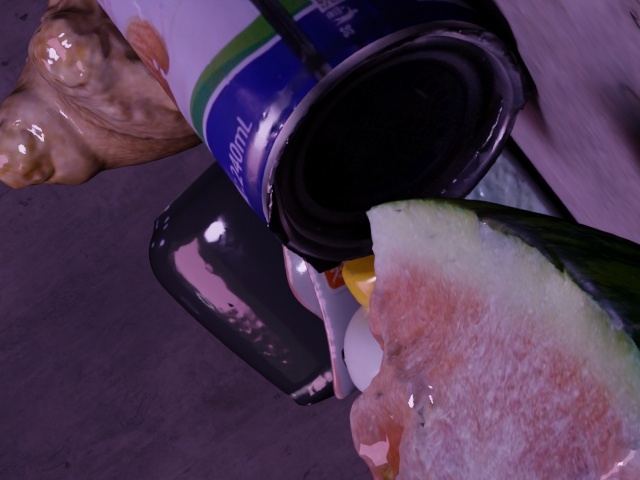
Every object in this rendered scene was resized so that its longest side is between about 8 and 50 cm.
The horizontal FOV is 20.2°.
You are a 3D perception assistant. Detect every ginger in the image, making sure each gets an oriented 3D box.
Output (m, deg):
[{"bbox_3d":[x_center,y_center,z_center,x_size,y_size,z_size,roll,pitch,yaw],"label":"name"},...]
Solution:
[{"bbox_3d":[-0.116,-0.108,1.105,0.130,0.221,0.276,63,-173,1],"label":"ginger"}]

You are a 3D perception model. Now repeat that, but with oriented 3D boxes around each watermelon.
[{"bbox_3d":[0.113,0.076,0.432,0.231,0.128,0.146,40,155,-16],"label":"watermelon"}]

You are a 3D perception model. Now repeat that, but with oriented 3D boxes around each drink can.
[{"bbox_3d":[-0.033,-0.101,0.611,0.235,0.097,0.097,51,178,34],"label":"drink can"}]

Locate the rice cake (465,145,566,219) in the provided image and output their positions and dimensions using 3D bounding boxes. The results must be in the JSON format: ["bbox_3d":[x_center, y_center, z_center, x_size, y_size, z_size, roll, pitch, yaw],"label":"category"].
[{"bbox_3d":[0.078,0.000,0.674,0.180,0.030,0.042,54,-179,10],"label":"rice cake"}]

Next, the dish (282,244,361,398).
[{"bbox_3d":[-0.007,-0.042,0.939,0.151,0.077,0.212,-117,2,-66],"label":"dish"}]

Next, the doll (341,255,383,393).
[{"bbox_3d":[0.110,0.135,0.873,0.177,0.141,0.314,2,122,49],"label":"doll"}]

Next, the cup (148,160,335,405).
[{"bbox_3d":[0.000,0.000,1.241,0.176,0.169,0.223,46,-147,1],"label":"cup"}]
